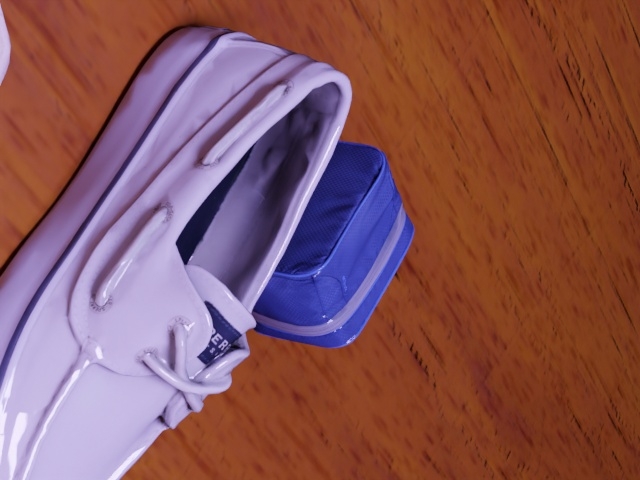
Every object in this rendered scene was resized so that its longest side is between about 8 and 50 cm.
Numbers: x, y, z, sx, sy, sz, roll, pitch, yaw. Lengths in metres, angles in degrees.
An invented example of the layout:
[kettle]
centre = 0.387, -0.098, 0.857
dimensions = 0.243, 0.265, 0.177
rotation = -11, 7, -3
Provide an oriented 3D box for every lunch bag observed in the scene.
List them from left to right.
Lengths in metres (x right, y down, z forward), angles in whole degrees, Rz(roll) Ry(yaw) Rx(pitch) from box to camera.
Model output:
[lunch bag]
centre = 0.000, 0.000, 0.933
dimensions = 0.098, 0.067, 0.065
rotation = -57, 144, -30

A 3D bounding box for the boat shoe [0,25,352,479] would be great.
[boat shoe]
centre = -0.068, 0.030, 0.815
dimensions = 0.267, 0.088, 0.096
rotation = -61, 145, -24

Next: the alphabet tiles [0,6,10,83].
[alphabet tiles]
centre = -0.180, -0.004, 0.605
dimensions = 0.278, 0.021, 0.284
rotation = -58, 163, -27
